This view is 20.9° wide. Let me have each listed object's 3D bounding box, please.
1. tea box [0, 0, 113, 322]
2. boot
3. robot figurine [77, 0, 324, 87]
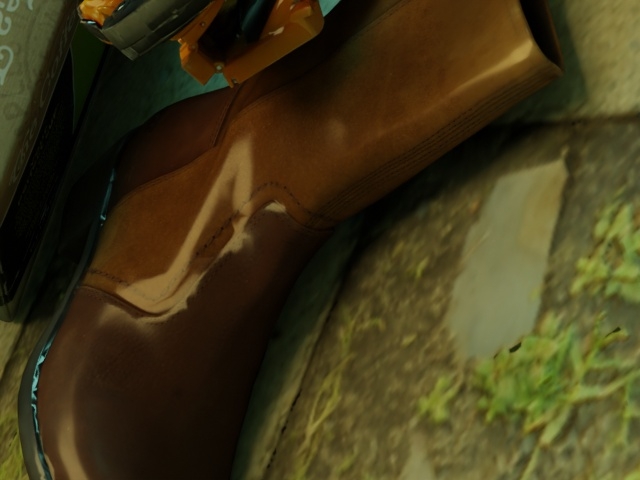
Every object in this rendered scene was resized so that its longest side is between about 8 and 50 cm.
[{"bbox_3d":[-0.217,-0.160,0.933,0.323,0.220,0.329,128,160,-75],"label":"tea box"},{"bbox_3d":[0.000,0.000,0.743,0.280,0.096,0.264,-34,34,31],"label":"boot"},{"bbox_3d":[0.017,-0.176,0.732,0.291,0.085,0.211,-41,21,11],"label":"robot figurine"}]
